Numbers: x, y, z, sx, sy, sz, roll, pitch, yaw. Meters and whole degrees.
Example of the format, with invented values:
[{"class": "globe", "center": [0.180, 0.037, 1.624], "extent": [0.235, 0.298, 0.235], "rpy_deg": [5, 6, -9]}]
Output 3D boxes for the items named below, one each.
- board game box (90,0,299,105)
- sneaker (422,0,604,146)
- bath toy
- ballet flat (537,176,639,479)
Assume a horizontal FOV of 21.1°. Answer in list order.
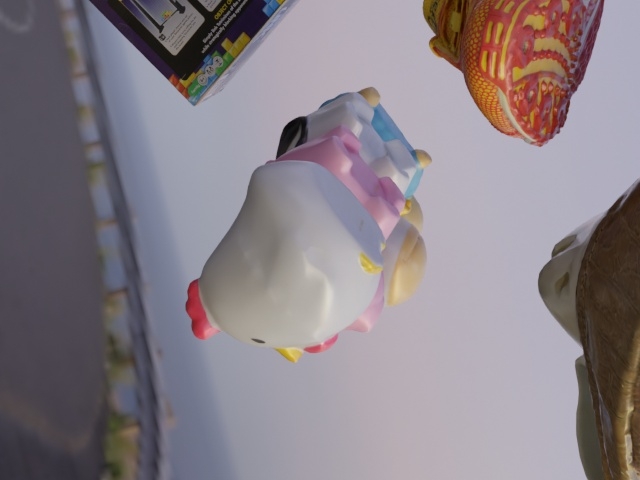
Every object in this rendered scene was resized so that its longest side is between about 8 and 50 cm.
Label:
[{"class": "board game box", "center": [-0.082, -0.203, 1.223], "extent": [0.141, 0.170, 0.048], "rpy_deg": [47, 32, 3]}, {"class": "sneaker", "center": [0.067, -0.075, 0.649], "extent": [0.175, 0.067, 0.064], "rpy_deg": [-37, 140, -76]}, {"class": "bath toy", "center": [0.000, 0.000, 1.152], "extent": [0.151, 0.129, 0.348], "rpy_deg": [53, 16, -4]}, {"class": "ballet flat", "center": [0.148, 0.063, 0.698], "extent": [0.124, 0.116, 0.342], "rpy_deg": [42, -25, 45]}]
